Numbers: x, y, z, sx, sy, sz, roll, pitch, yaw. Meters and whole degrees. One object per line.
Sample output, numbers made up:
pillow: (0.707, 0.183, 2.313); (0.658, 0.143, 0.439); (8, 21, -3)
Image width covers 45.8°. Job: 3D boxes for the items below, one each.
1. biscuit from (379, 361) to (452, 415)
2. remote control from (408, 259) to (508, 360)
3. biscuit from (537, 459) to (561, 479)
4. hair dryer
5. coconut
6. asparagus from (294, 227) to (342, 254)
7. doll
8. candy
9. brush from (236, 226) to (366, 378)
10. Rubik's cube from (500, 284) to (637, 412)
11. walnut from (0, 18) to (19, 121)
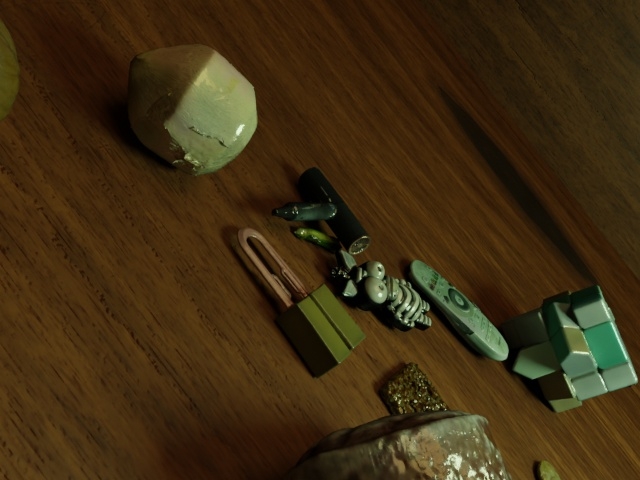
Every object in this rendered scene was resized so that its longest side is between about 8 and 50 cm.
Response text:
biscuit: (0.184, 0.299, 1.144); (0.237, 0.026, 0.131); (55, 30, 9)
remote control: (0.257, 0.133, 1.427); (0.256, 0.045, 0.097); (46, 27, -3)
biscuit: (0.421, 0.452, 1.318); (0.071, 0.018, 0.147); (0, 56, -54)
hair dryer: (-0.026, -0.060, 1.209); (0.195, 0.050, 0.173); (11, 35, -49)
coconut: (-0.184, -0.183, 1.033); (0.183, 0.171, 0.171); (35, 32, -32)
asparagus: (-0.001, 0.000, 1.228); (0.108, 0.021, 0.025); (22, 41, -42)
doll: (0.104, 0.088, 1.232); (0.219, 0.067, 0.091); (28, 47, -34)
candy: (0.094, 0.274, 0.843); (0.289, 0.214, 0.157); (8, 55, -51)
brush: (-0.038, 0.072, 1.064); (0.233, 0.047, 0.103); (53, 28, 4)
Rubik's cube: (0.493, 0.221, 1.512); (0.224, 0.213, 0.265); (67, 18, 0)
walnut: (-0.391, -0.181, 0.725); (0.207, 0.167, 0.167); (17, 43, -44)
